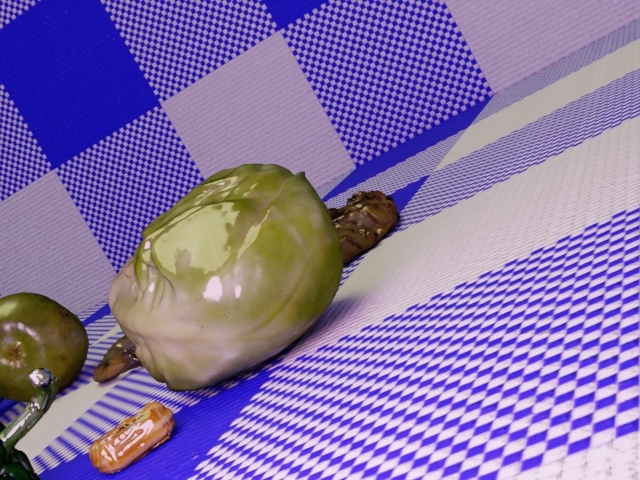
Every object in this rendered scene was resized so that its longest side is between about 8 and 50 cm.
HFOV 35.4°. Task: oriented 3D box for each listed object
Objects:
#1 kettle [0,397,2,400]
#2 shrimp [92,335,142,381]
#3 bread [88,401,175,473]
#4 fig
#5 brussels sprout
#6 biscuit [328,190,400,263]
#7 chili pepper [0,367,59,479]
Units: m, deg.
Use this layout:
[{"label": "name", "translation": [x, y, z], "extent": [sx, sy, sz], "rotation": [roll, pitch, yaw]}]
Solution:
[{"label": "kettle", "translation": [-0.793, 0.277, 2.099], "extent": [0.377, 0.250, 0.361], "rotation": [-123, 56, -80]}, {"label": "shrimp", "translation": [-0.339, 0.199, 1.814], "extent": [0.145, 0.059, 0.254], "rotation": [-39, 11, -37]}, {"label": "bread", "translation": [-0.221, 0.231, 1.181], "extent": [0.110, 0.044, 0.083], "rotation": [-33, 6, -6]}, {"label": "fig", "translation": [-0.574, 0.204, 2.076], "extent": [0.233, 0.233, 0.314], "rotation": [-26, 2, 25]}, {"label": "brussels sprout", "translation": [-0.114, 0.042, 1.297], "extent": [0.328, 0.247, 0.328], "rotation": [-25, 8, 4]}, {"label": "biscuit", "translation": [0.004, -0.002, 1.773], "extent": [0.289, 0.081, 0.334], "rotation": [-28, 9, 19]}, {"label": "chili pepper", "translation": [-0.403, 0.266, 1.189], "extent": [0.261, 0.165, 0.174], "rotation": [-34, -10, -9]}]
